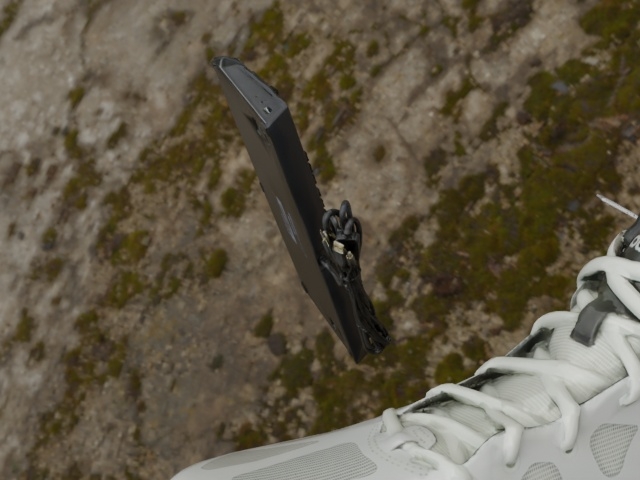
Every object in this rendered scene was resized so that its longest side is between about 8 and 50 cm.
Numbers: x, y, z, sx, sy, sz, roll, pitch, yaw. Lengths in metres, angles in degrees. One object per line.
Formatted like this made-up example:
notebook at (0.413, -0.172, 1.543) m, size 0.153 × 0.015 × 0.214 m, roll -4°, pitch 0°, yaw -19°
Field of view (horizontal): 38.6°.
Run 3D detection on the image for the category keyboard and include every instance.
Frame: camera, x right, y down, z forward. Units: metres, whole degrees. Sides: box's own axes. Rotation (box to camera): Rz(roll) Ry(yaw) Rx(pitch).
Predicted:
keyboard at (0.000, 0.000, 0.767) m, size 0.033 × 0.317 × 0.201 m, roll -30°, pitch 49°, yaw -8°

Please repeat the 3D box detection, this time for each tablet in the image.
tablet at (0.380, -0.043, 1.165) m, size 0.054 × 0.083 × 0.006 m, roll 30°, pitch 102°, yaw 7°

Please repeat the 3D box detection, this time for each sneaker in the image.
sneaker at (0.123, 0.071, 0.516) m, size 0.169 × 0.447 × 0.258 m, roll 39°, pitch 125°, yaw 57°
